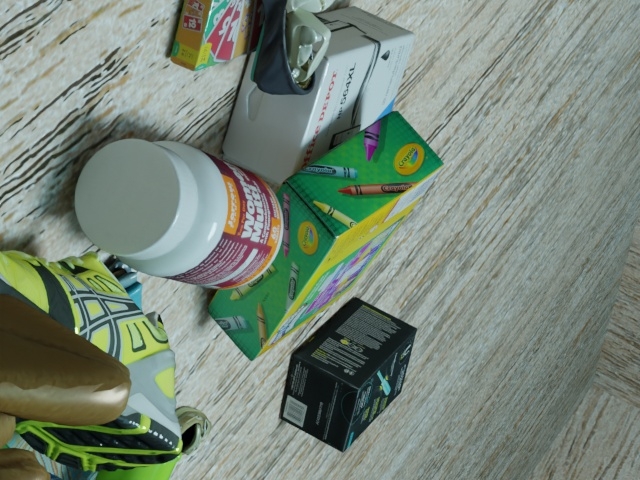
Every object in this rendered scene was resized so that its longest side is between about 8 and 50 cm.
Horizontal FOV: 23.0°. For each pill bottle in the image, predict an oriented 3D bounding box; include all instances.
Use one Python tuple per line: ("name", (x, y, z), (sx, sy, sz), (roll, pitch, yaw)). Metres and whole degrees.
("pill bottle", (-0.125, -0.024, 1.418), (0.121, 0.121, 0.221), (-64, 160, 2))

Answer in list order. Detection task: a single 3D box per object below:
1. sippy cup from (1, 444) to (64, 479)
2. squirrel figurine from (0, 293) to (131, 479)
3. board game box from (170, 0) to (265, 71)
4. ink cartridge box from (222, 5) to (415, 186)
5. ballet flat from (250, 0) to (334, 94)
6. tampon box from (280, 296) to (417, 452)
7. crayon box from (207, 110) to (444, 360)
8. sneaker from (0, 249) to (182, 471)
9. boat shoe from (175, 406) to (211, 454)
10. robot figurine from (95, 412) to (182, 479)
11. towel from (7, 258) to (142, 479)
("sippy cup", (-0.210, 0.298, 1.256), (0.305, 0.224, 0.240), (-74, -178, -49))
("squirrel figurine", (-0.366, 0.151, 0.947), (0.397, 0.281, 0.370), (-1, 127, -52))
("board game box", (-0.061, -0.282, 1.388), (0.124, 0.039, 0.259), (-30, 139, -58))
("ink cartridge box", (0.000, -0.149, 1.616), (0.203, 0.086, 0.148), (-28, 140, -58))
("ballet flat", (-0.020, -0.211, 1.425), (0.074, 0.074, 0.203), (-45, 154, -39))
("tampon box", (0.038, 0.176, 2.076), (0.161, 0.101, 0.120), (-40, 150, -48))
("crayon box", (0.000, 0.000, 1.641), (0.165, 0.081, 0.278), (-34, 168, -35))
("sneaker", (-0.238, 0.070, 1.283), (0.384, 0.145, 0.147), (52, 31, -57))
("boat shoe", (-0.155, 0.219, 1.740), (0.056, 0.048, 0.153), (-65, 159, 4))
("robot figurine", (-0.179, 0.219, 1.545), (0.101, 0.067, 0.115), (9, 109, -55))
("towel", (-0.276, 0.221, 1.472), (0.370, 0.040, 0.271), (-50, 155, -32))
